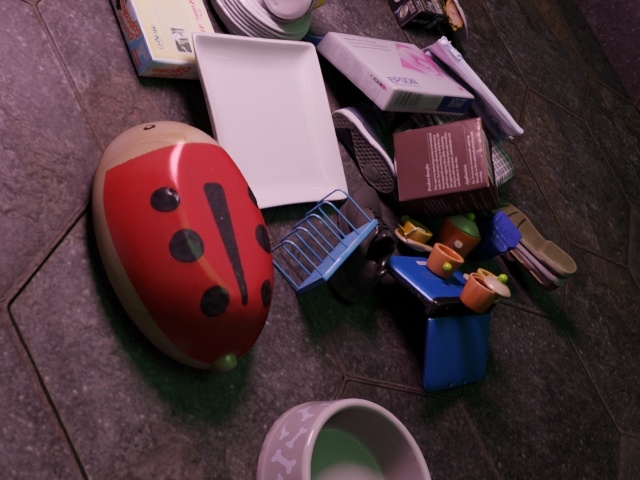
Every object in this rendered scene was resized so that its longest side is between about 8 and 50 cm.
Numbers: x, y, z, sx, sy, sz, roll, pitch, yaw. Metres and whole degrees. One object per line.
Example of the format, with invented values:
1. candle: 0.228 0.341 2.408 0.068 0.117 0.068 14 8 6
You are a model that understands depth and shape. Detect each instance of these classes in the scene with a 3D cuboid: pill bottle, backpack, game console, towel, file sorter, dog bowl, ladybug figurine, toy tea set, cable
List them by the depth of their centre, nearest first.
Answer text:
1. ladybug figurine: -0.203 -0.006 1.345 0.305 0.162 0.449 -9 73 -46
2. dog bowl: 0.057 0.429 1.391 0.349 0.102 0.348 26 49 -34
3. file sorter: 0.000 0.000 1.558 0.104 0.118 0.170 47 59 -6
4. pill bottle: -0.029 -0.559 1.777 0.117 0.117 0.215 53 38 -7
5. game console: 0.247 0.172 1.778 0.250 0.173 0.293 41 20 30
6. toy tea set: 0.320 0.029 1.790 0.200 0.124 0.336 16 23 -40
7. cable: -0.135 -0.535 1.813 0.257 0.089 0.257 51 40 -8
8. backpack: 0.409 -0.004 2.013 0.098 0.120 0.101 54 49 -9
9. towel: 0.347 -0.227 2.067 0.283 0.121 0.235 53 39 5

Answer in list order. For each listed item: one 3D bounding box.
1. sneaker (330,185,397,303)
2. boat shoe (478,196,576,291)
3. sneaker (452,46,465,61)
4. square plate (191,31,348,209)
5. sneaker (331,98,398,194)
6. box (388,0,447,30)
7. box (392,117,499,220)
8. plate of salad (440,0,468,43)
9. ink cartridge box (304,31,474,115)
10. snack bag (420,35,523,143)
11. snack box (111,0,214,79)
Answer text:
1. sneaker: 0.105 -0.007 1.694 0.109 0.130 0.286 29 46 -28
2. boat shoe: 0.511 0.010 2.120 0.113 0.103 0.302 -22 62 -45
3. sneaker: 0.391 -0.470 2.319 0.081 0.080 0.211 -4 69 -45
4. square plate: -0.100 -0.235 1.647 0.344 0.049 0.347 -10 87 -49
5. sneaker: 0.139 -0.226 1.901 0.163 0.086 0.226 -33 90 -48
6. box: 0.260 -0.695 2.328 0.147 0.077 0.180 -11 75 -49
7. box: 0.286 -0.157 1.860 0.167 0.203 0.168 35 49 -66
8. plate of salad: 0.374 -0.661 2.399 0.199 0.048 0.200 61 2 -3
9. ink cartridge box: 0.161 -0.420 1.958 0.324 0.071 0.330 -8 48 -47
10. snack bag: 0.377 -0.375 2.115 0.323 0.037 0.342 48 2 -7
11. snack box: -0.317 -0.468 1.605 0.187 0.060 0.322 -8 72 -48
